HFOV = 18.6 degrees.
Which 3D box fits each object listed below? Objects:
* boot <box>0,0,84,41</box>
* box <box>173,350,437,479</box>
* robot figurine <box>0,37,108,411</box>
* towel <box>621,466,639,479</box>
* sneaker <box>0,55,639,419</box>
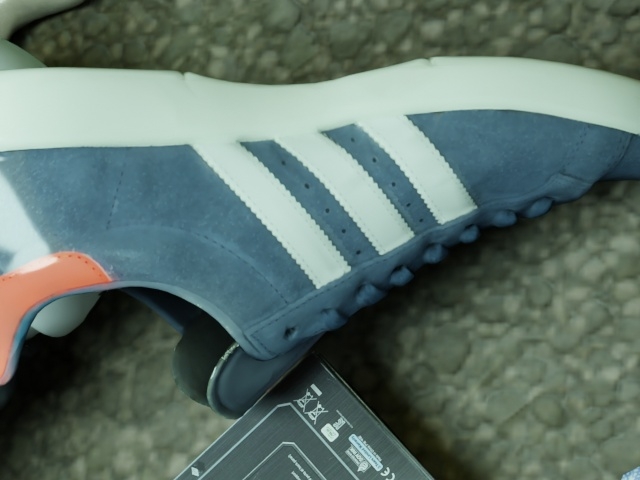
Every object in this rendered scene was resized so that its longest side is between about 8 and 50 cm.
[{"bbox_3d":[-0.188,-0.105,1.060,0.118,0.042,0.087,6,75,24],"label":"boot"},{"bbox_3d":[0.007,0.188,0.834,0.183,0.056,0.231,-44,56,-2],"label":"box"},{"bbox_3d":[-0.228,0.015,0.944,0.278,0.173,0.209,-31,87,5],"label":"robot figurine"},{"bbox_3d":[0.242,0.099,0.720,0.285,0.034,0.209,-40,40,27],"label":"towel"},{"bbox_3d":[0.000,0.000,0.854,0.350,0.131,0.148,-3,89,-13],"label":"sneaker"}]
